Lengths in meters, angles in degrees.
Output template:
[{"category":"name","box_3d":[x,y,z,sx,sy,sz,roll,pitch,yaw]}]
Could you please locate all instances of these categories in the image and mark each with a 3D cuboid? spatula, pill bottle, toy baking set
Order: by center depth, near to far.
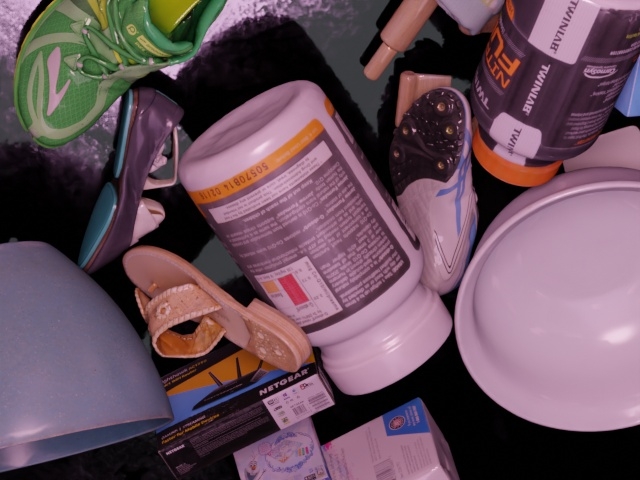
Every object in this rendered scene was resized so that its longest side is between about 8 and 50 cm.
[{"category":"pill bottle","box_3d":[0.213,-0.161,1.702,0.130,0.130,0.245,8,135,-11]},{"category":"pill bottle","box_3d":[0.000,0.000,1.796,0.162,0.162,0.278,-30,107,8]},{"category":"toy baking set","box_3d":[0.167,-0.202,1.813,0.197,0.030,0.256,22,115,-22]},{"category":"spatula","box_3d":[0.374,-0.059,1.917,0.242,0.019,0.168,-16,117,1]}]

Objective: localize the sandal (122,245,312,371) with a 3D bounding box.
[{"category":"sandal","box_3d":[-0.125,0.080,1.804,0.079,0.240,0.088,-46,143,-30]}]

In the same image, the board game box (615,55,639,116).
[{"category":"board game box","box_3d":[0.426,-0.244,1.756,0.316,0.064,0.242,-6,121,-21]}]

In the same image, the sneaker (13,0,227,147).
[{"category":"sneaker","box_3d":[-0.176,-0.197,1.715,0.109,0.123,0.295,38,107,-23]}]

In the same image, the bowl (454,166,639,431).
[{"category":"bowl","box_3d":[0.272,0.036,1.875,0.298,0.134,0.298,-2,122,-4]}]

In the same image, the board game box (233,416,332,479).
[{"category":"board game box","box_3d":[-0.042,0.231,1.972,0.090,0.090,0.020,-23,143,5]}]

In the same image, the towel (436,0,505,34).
[{"category":"towel","box_3d":[0.150,-0.382,1.601,0.320,0.090,0.374,-42,138,7]}]

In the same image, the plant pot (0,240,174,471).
[{"category":"plant pot","box_3d":[-0.303,0.112,1.800,0.290,0.290,0.195,-14,81,0]}]

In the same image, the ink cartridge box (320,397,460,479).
[{"category":"ink cartridge box","box_3d":[0.029,0.275,1.978,0.231,0.134,0.078,-28,118,8]}]

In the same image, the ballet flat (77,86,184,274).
[{"category":"ballet flat","box_3d":[-0.177,-0.050,1.822,0.074,0.074,0.203,14,113,-14]}]

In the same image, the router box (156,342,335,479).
[{"category":"router box","box_3d":[-0.080,0.153,1.901,0.179,0.133,0.046,-27,118,6]}]

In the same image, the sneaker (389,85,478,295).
[{"category":"sneaker","box_3d":[0.119,-0.051,1.854,0.086,0.085,0.237,-32,138,-40]}]
